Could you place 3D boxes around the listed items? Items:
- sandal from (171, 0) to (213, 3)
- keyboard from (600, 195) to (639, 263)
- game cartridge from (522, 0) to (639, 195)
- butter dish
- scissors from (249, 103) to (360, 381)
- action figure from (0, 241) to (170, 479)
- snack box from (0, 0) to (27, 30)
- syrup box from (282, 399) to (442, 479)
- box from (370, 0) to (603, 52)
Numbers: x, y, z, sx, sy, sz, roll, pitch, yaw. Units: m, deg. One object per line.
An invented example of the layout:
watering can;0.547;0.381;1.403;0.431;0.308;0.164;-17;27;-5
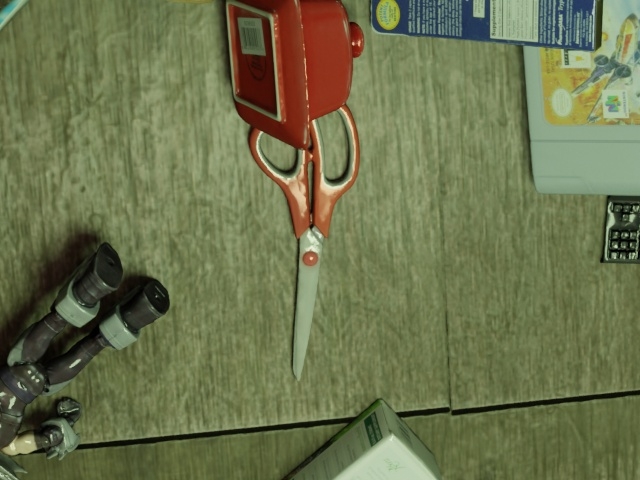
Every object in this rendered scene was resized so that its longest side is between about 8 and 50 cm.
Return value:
sandal;-0.205;-0.291;1.740;0.240;0.088;0.079;16;112;-4
keyboard;0.380;0.005;1.922;0.180;0.023;0.108;2;109;-4
game cartridge;0.294;-0.185;1.795;0.198;0.062;0.297;3;111;27
butter dish;-0.014;-0.183;1.776;0.118;0.160;0.160;-14;111;-24
scissors;0.000;0.000;1.889;0.109;0.021;0.297;-11;108;-3
action figure;-0.286;0.129;1.874;0.285;0.099;0.185;-39;114;12
snack box;-0.358;-0.346;1.651;0.322;0.060;0.187;45;135;-8
syrup box;0.009;0.286;1.947;0.237;0.093;0.096;-40;107;9
box;0.157;-0.256;1.775;0.225;0.036;0.136;7;112;20
